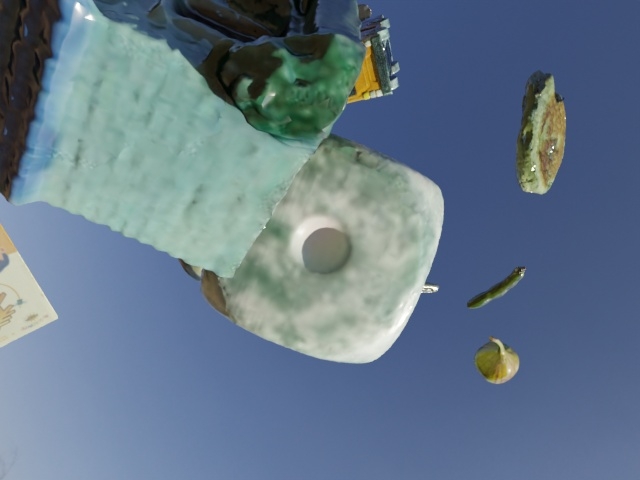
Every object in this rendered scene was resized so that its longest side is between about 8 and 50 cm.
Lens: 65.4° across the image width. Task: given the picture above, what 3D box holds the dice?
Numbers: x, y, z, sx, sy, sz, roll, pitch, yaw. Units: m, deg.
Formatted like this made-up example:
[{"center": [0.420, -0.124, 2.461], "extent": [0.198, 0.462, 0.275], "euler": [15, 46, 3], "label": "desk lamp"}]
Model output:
[{"center": [0.000, 0.000, 0.890], "extent": [0.328, 0.348, 0.330], "euler": [22, -89, -4], "label": "dice"}]

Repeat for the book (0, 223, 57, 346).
[{"center": [-0.601, 0.099, 0.848], "extent": [0.020, 0.208, 0.295], "euler": [45, -30, 30], "label": "book"}]

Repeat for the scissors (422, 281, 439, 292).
[{"center": [0.287, 0.152, 1.715], "extent": [0.138, 0.289, 0.041], "euler": [-105, -148, -40], "label": "scissors"}]

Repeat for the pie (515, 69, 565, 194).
[{"center": [0.550, -0.258, 1.244], "extent": [0.067, 0.302, 0.302], "euler": [7, -76, 38], "label": "pie"}]

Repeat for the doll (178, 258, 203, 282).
[{"center": [-0.202, 0.036, 1.162], "extent": [0.228, 0.258, 0.154], "euler": [-58, -163, -3], "label": "doll"}]

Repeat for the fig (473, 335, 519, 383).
[{"center": [0.356, 0.248, 1.014], "extent": [0.093, 0.166, 0.093], "euler": [-5, -104, 19], "label": "fig"}]

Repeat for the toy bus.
[{"center": [0.063, -0.280, 0.767], "extent": [0.103, 0.182, 0.091], "euler": [-10, -60, 15], "label": "toy bus"}]

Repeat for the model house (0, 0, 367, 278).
[{"center": [-0.169, -0.162, 0.414], "extent": [0.295, 0.329, 0.251], "euler": [-88, -157, -47], "label": "model house"}]

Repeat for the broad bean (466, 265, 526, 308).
[{"center": [0.529, 0.141, 1.487], "extent": [0.227, 0.069, 0.039], "euler": [-51, -135, 38], "label": "broad bean"}]

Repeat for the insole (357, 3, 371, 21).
[{"center": [0.038, -0.536, 1.233], "extent": [0.188, 0.064, 0.004], "euler": [-11, -120, 29], "label": "insole"}]
